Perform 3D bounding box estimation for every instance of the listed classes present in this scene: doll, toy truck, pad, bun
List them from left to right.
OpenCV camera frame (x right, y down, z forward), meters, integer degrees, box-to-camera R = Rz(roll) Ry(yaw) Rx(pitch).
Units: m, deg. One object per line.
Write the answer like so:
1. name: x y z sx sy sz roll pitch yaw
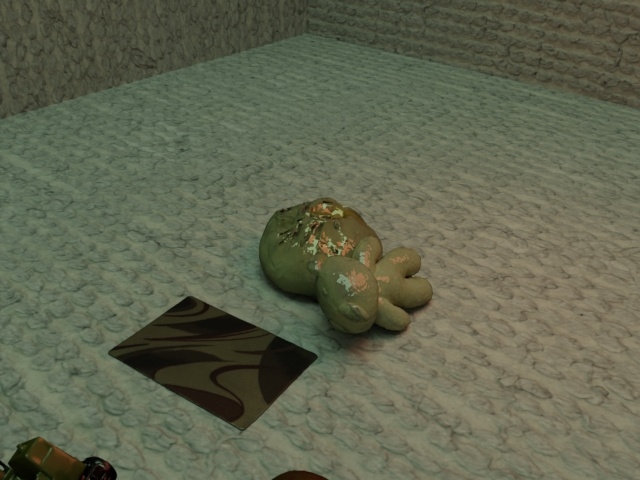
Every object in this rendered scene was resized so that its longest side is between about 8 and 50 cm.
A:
1. toy truck: -0.381 0.330 0.778 0.257 0.127 0.127 -30 23 31
2. pad: -0.197 0.207 1.167 0.330 0.004 0.220 20 37 28
3. bun: 0.000 0.000 1.371 0.287 0.146 0.287 1 34 0
4. doll: 0.103 0.097 1.238 0.278 0.149 0.175 -8 41 -38

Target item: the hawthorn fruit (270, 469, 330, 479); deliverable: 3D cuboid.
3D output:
1. hawthorn fruit: -0.026 0.395 0.718 0.199 0.199 0.251 -17 48 -26
